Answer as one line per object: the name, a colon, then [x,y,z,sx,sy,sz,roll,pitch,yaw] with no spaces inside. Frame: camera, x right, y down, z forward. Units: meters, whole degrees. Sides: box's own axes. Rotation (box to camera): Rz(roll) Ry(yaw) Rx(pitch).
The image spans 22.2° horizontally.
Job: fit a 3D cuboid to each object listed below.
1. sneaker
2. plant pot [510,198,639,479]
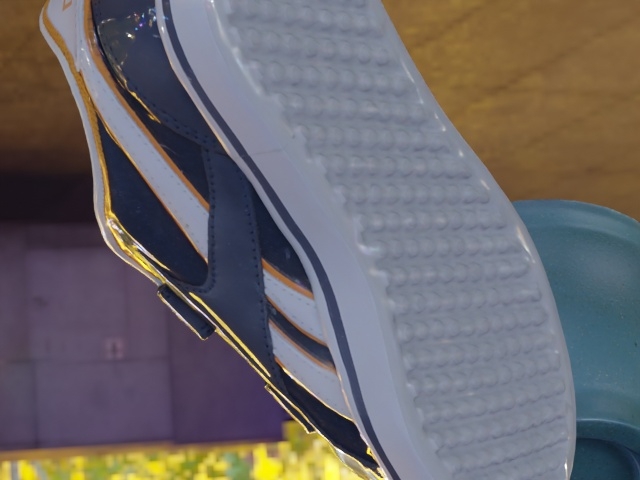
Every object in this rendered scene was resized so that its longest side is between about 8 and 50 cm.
sneaker: [0.000,0.000,0.700,0.127,0.321,0.126,-4,-146,42]
plant pot: [0.173,0.143,1.266,0.293,0.293,0.196,-2,-145,-3]
